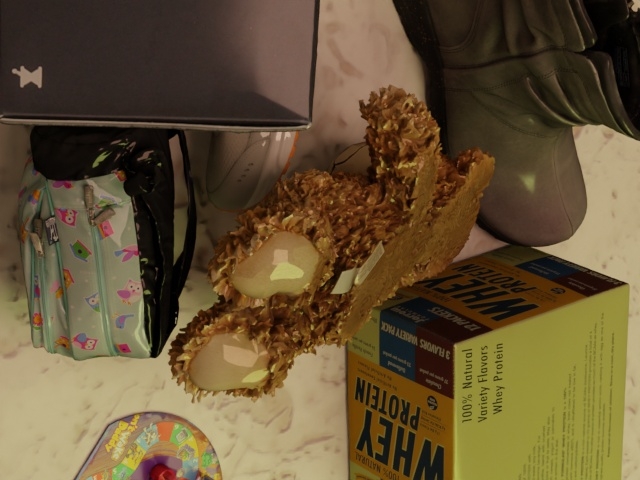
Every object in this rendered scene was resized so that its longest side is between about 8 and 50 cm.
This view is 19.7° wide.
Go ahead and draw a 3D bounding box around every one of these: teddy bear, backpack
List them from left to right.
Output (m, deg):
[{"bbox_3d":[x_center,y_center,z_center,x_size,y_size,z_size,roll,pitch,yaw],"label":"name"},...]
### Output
[{"bbox_3d":[-0.151,-0.006,1.275,0.152,0.115,0.182,-71,162,-67],"label":"backpack"},{"bbox_3d":[0.000,0.000,1.369,0.338,0.113,0.245,-42,154,-39],"label":"teddy bear"}]

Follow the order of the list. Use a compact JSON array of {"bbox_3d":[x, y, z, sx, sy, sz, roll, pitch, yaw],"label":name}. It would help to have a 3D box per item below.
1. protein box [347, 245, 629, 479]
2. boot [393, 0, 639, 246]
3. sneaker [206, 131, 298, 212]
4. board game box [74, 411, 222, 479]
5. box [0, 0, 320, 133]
[{"bbox_3d":[0.141,0.132,1.560,0.201,0.136,0.199,-16,115,-36],"label":"protein box"},{"bbox_3d":[0.188,-0.105,1.463,0.118,0.223,0.338,-45,127,-21],"label":"boot"},{"bbox_3d":[-0.072,-0.151,1.336,0.121,0.099,0.262,4,105,-19],"label":"sneaker"},{"bbox_3d":[-0.138,0.217,1.427,0.133,0.033,0.168,39,78,-40],"label":"board game box"},{"bbox_3d":[-0.103,-0.262,1.085,0.179,0.312,0.343,1,107,-9],"label":"box"}]
